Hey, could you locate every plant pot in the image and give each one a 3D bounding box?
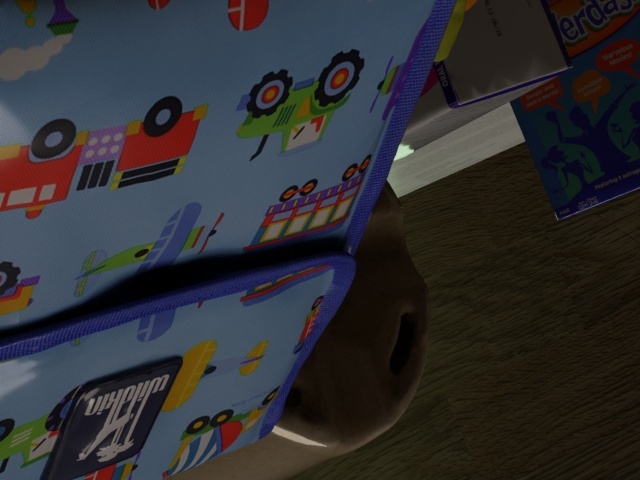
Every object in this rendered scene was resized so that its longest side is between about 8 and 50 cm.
[{"bbox_3d":[-0.110,0.057,0.856,0.305,0.334,0.334,-24,177,39],"label":"plant pot"}]

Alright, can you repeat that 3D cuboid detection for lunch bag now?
[{"bbox_3d":[-0.096,0.006,0.473,0.221,0.138,0.293,-20,137,-39],"label":"lunch bag"}]

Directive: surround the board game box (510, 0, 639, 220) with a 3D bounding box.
[{"bbox_3d":[0.253,-0.144,1.175,0.160,0.210,0.047,-23,177,17],"label":"board game box"}]

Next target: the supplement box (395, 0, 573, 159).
[{"bbox_3d":[0.060,-0.128,0.951,0.114,0.111,0.220,-20,177,-31],"label":"supplement box"}]

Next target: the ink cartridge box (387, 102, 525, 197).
[{"bbox_3d":[0.060,-0.143,1.446,0.308,0.091,0.385,-23,161,32],"label":"ink cartridge box"}]

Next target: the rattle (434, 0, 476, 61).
[{"bbox_3d":[-0.027,-0.128,0.597,0.199,0.130,0.143,-12,-145,24],"label":"rattle"}]
